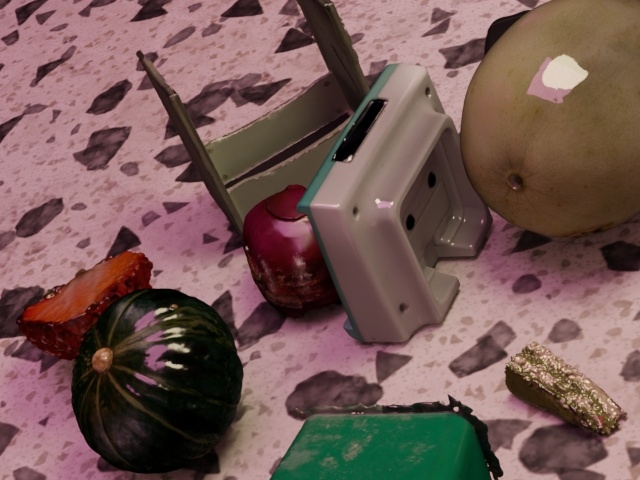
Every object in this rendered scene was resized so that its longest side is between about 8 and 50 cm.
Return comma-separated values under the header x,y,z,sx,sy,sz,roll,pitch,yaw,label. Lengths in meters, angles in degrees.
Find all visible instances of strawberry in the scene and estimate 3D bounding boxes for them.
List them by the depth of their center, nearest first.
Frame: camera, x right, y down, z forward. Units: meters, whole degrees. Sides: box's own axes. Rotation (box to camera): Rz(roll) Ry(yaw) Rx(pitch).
x,y,z,sx,sy,sz,roll,pitch,yaw,label
-0.282,0.107,1.804,0.190,0.111,0.236,-27,13,-2,strawberry

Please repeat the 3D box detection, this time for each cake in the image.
x,y,z,sx,sy,sz,roll,pitch,yaw,label
0.255,0.155,1.496,0.051,0.055,0.140,-37,39,-25,cake

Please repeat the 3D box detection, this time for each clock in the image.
x,y,z,sx,sy,sz,roll,pitch,yaw,label
0.101,-0.043,1.684,0.116,0.231,0.262,5,46,30,clock

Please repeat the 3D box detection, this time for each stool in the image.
x,y,z,sx,sy,sz,roll,pitch,yaw,label
-0.069,-0.179,1.915,0.244,0.269,0.170,-30,36,-7,stool

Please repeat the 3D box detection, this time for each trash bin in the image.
x,y,z,sx,sy,sz,roll,pitch,yaw,label
0.020,0.325,1.246,0.259,0.295,0.381,-5,35,25,trash bin

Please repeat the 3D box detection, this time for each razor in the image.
x,y,z,sx,sy,sz,roll,pitch,yaw,label
0.274,-0.266,1.999,0.090,0.054,0.148,-15,37,21,razor

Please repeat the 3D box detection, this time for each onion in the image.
x,y,z,sx,sy,sz,roll,pitch,yaw,label
-0.005,-0.011,1.787,0.198,0.135,0.173,-33,40,-13,onion

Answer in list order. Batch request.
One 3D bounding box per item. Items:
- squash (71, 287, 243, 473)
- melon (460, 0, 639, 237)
x,y,z,sx,sy,sz,roll,pitch,yaw,label
-0.189,0.160,1.641,0.218,0.172,0.218,-28,55,50,squash
0.312,-0.151,1.657,0.268,0.268,0.330,11,38,39,melon
